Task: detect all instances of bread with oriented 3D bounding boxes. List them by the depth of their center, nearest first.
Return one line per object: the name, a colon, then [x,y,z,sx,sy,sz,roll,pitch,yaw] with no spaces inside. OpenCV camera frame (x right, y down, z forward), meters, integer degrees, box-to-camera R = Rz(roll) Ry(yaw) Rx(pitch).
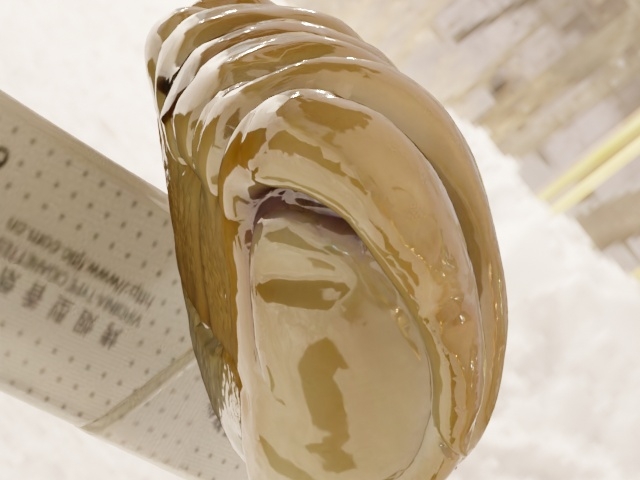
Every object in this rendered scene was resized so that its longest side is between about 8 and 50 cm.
bread: [0.000,0.000,0.527,0.225,0.081,0.134,-127,-151,-69]

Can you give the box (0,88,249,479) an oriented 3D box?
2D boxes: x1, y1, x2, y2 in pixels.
box: [-0.166,-0.028,0.658,0.210,0.095,0.330,26,-4,43]
